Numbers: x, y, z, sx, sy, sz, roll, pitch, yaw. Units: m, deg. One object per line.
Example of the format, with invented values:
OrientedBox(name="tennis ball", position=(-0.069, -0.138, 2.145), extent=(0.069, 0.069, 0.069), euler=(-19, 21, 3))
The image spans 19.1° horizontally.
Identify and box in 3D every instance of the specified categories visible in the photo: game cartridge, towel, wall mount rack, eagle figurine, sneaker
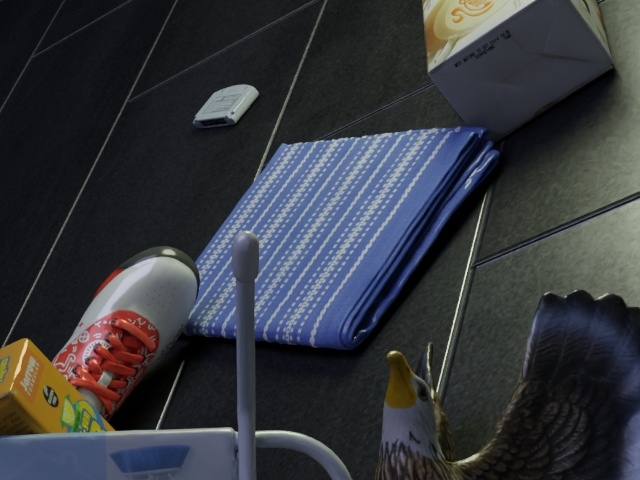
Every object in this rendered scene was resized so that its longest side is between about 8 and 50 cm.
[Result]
OrientedBox(name="game cartridge", position=(-0.105, -0.151, 2.134), extent=(0.083, 0.017, 0.056), euler=(-1, 50, 55))
OrientedBox(name="towel", position=(0.000, 0.000, 1.724), extent=(0.243, 0.040, 0.336), euler=(-54, 26, -21))
OrientedBox(name="wall mount rack", position=(-0.147, 0.146, 1.299), extent=(0.350, 0.304, 0.130), euler=(-2, 2, -3))
OrientedBox(name="eagle figurine", position=(0.084, 0.163, 1.202), extent=(0.226, 0.225, 0.298), euler=(30, 31, 24))
OrientedBox(name="sneaker", position=(-0.200, 0.135, 1.704), extent=(0.270, 0.090, 0.145), euler=(-45, 24, 12))

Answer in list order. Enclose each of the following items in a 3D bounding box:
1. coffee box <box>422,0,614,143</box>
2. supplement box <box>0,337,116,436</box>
OrientedBox(name="coffee box", position=(0.174, -0.212, 1.732), extent=(0.141, 0.098, 0.246), euler=(-32, 27, 20))
OrientedBox(name="supplement box", position=(-0.182, 0.186, 1.431), extent=(0.080, 0.233, 0.078), euler=(-32, 26, 20))
